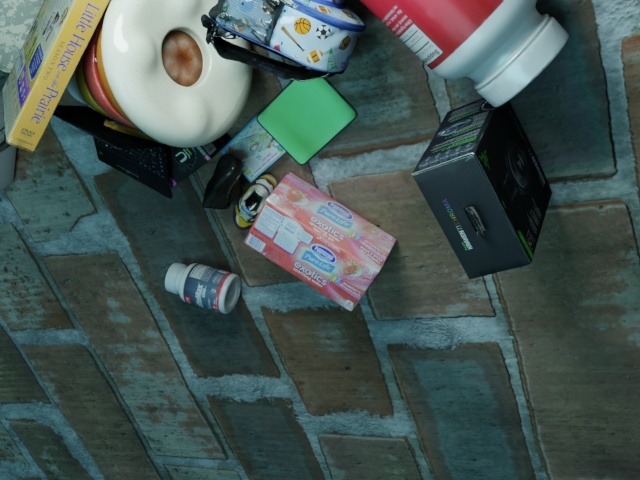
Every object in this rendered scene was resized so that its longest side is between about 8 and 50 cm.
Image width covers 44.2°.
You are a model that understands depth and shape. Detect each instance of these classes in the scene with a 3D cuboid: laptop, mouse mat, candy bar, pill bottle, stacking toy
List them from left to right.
[{"bbox_3d":[-0.475,-0.195,1.772,0.234,0.136,0.264,28,145,19],"label":"laptop"},{"bbox_3d":[-0.413,-0.359,1.690,0.480,0.350,0.351,0,124,44],"label":"stacking toy"},{"bbox_3d":[-0.392,-0.236,1.723,0.161,0.040,0.018,13,110,-19],"label":"candy bar"},{"bbox_3d":[-0.311,0.119,2.071,0.180,0.108,0.108,14,128,17],"label":"pill bottle"},{"bbox_3d":[-0.032,-0.268,1.705,0.152,0.007,0.189,45,120,-9],"label":"mouse mat"},{"bbox_3d":[0.215,-0.428,1.341,0.407,0.229,0.229,42,131,-7],"label":"pill bottle"}]

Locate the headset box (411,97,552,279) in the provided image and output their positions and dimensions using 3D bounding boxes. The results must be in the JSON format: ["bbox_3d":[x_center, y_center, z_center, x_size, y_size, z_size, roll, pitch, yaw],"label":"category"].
[{"bbox_3d":[0.311,-0.102,1.492,0.131,0.283,0.246,-17,113,35],"label":"headset box"}]

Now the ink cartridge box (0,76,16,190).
[{"bbox_3d":[-0.938,-0.323,2.021,0.285,0.166,0.395,29,130,5],"label":"ink cartridge box"}]

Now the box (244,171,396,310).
[{"bbox_3d":[0.000,0.000,1.809,0.300,0.142,0.154,32,131,2],"label":"box"}]

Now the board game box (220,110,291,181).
[{"bbox_3d":[-0.146,-0.213,1.805,0.103,0.026,0.154,46,130,-10],"label":"board game box"}]

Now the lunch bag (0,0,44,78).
[{"bbox_3d":[-0.710,-0.521,1.753,0.256,0.213,0.305,-3,125,7],"label":"lunch bag"}]

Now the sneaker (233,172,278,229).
[{"bbox_3d":[-0.171,-0.079,1.874,0.069,0.084,0.185,34,131,0],"label":"sneaker"}]

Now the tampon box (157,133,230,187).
[{"bbox_3d":[-0.315,-0.222,1.831,0.161,0.101,0.120,-29,107,38],"label":"tampon box"}]

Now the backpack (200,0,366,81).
[{"bbox_3d":[-0.045,-0.423,1.473,0.263,0.276,0.213,32,118,-2],"label":"backpack"}]

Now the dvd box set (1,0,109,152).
[{"bbox_3d":[-0.523,-0.419,1.580,0.062,0.307,0.420,22,108,-33],"label":"dvd box set"}]

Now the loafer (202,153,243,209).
[{"bbox_3d":[-0.216,-0.135,1.854,0.078,0.080,0.220,14,157,-17],"label":"loafer"}]
